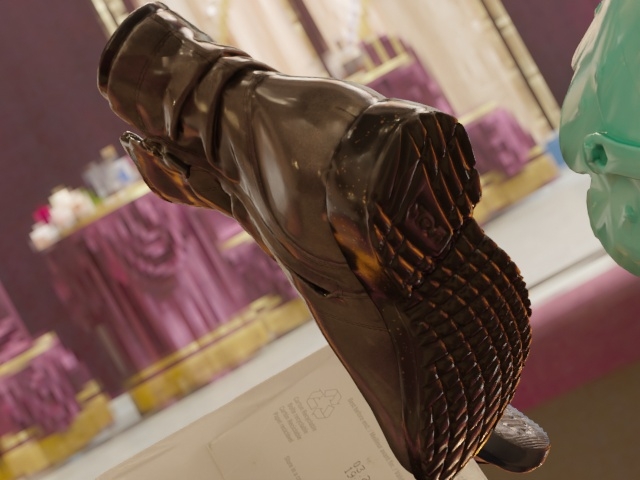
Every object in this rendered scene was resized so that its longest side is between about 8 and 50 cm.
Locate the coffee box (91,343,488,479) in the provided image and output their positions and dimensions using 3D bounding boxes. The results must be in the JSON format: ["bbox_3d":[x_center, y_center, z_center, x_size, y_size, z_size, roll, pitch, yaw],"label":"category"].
[{"bbox_3d":[0.027,0.348,1.679,0.338,0.337,0.334,-31,-42,-3],"label":"coffee box"}]

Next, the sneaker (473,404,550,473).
[{"bbox_3d":[0.122,0.217,1.981,0.112,0.131,0.319,13,6,-37],"label":"sneaker"}]

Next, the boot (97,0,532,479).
[{"bbox_3d":[0.000,0.000,1.106,0.118,0.223,0.338,-47,-36,-27],"label":"boot"}]

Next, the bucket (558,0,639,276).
[{"bbox_3d":[0.254,-0.087,0.764,0.281,0.281,0.183,-29,-24,-22],"label":"bucket"}]
